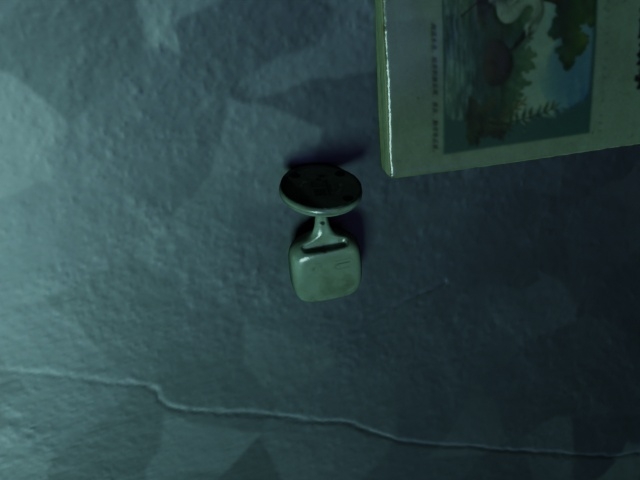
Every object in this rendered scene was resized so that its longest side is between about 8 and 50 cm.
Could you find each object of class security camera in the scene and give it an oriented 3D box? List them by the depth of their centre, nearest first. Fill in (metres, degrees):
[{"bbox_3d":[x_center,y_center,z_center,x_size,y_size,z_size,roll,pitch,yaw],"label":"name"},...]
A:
[{"bbox_3d":[0.000,0.000,0.606,0.058,0.058,0.092,-8,129,-14],"label":"security camera"}]

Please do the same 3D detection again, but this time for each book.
[{"bbox_3d":[0.171,-0.158,0.592,0.282,0.025,0.215,-11,116,-11],"label":"book"}]
